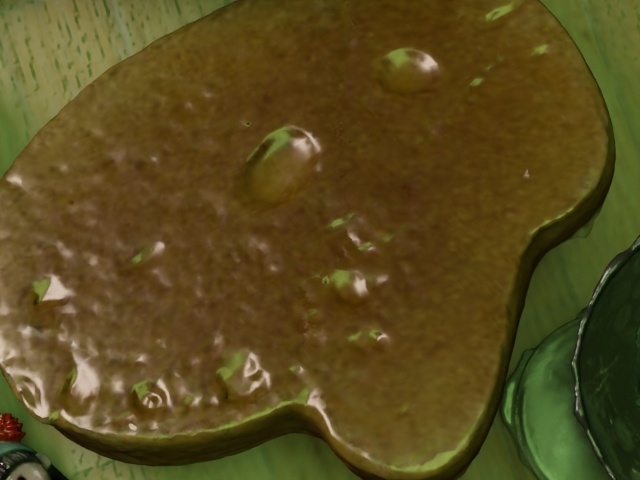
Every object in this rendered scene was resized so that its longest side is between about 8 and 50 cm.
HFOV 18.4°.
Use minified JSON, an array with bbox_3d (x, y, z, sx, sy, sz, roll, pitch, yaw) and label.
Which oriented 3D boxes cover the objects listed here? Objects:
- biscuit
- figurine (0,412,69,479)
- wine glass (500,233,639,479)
[{"bbox_3d":[0.000,0.001,1.013,0.343,0.057,0.287,-33,67,-8],"label":"biscuit"},{"bbox_3d":[-0.136,0.136,1.018,0.106,0.047,0.060,30,89,-3],"label":"figurine"},{"bbox_3d":[0.170,0.077,0.964,0.156,0.232,0.156,1,80,-6],"label":"wine glass"}]
